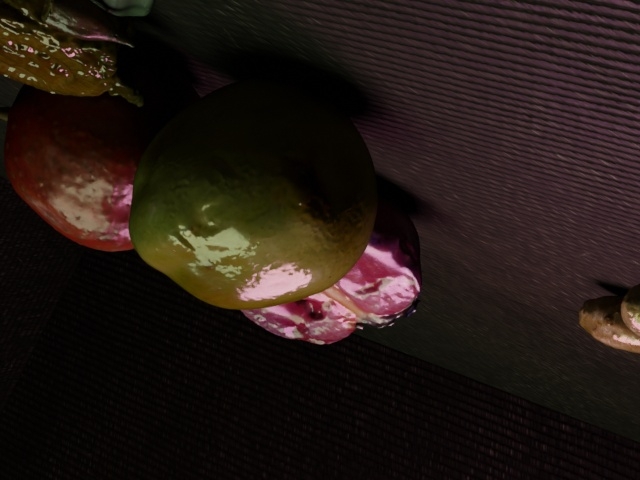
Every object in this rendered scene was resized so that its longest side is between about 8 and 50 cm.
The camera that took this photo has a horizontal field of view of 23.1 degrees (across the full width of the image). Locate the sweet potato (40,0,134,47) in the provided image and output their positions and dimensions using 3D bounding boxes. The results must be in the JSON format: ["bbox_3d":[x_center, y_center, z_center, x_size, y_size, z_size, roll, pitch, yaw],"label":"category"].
[{"bbox_3d":[-0.264,-0.247,1.776,0.117,0.049,0.049,26,171,-15],"label":"sweet potato"}]

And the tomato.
[{"bbox_3d":[0.004,-0.004,2.362,0.289,0.176,0.335,40,138,-23],"label":"tomato"}]

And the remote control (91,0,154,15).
[{"bbox_3d":[-0.227,-0.310,1.681,0.128,0.065,0.335,30,171,-7],"label":"remote control"}]

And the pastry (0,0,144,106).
[{"bbox_3d":[-0.338,-0.280,1.959,0.235,0.132,0.240,12,165,18],"label":"pastry"}]

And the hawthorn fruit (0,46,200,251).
[{"bbox_3d":[-0.328,-0.142,2.176,0.330,0.287,0.287,18,169,10],"label":"hawthorn fruit"}]

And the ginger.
[{"bbox_3d":[0.535,0.150,2.081,0.348,0.122,0.363,24,165,1],"label":"ginger"}]

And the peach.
[{"bbox_3d":[-0.078,-0.052,1.964,0.315,0.314,0.281,-25,112,41],"label":"peach"}]
